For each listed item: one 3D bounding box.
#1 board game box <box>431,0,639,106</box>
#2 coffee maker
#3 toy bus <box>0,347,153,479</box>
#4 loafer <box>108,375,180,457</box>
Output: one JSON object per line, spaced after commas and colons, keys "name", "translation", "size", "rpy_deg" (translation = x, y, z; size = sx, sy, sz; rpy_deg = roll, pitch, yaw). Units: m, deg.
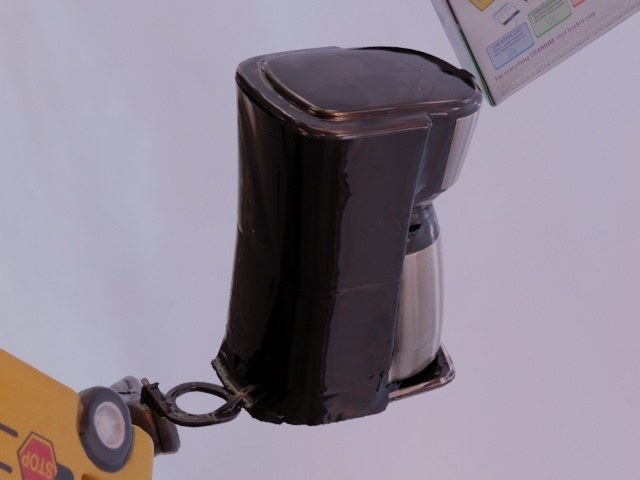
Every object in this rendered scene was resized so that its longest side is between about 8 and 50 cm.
{"name": "board game box", "translation": [0.190, -0.283, 1.213], "size": [0.064, 0.242, 0.316], "rpy_deg": [57, 1, 37]}
{"name": "coffee maker", "translation": [0.000, 0.000, 0.755], "size": [0.120, 0.171, 0.178], "rpy_deg": [24, -55, 33]}
{"name": "toy bus", "translation": [-0.226, 0.107, 0.766], "size": [0.108, 0.333, 0.130], "rpy_deg": [-14, -123, 26]}
{"name": "loafer", "translation": [-0.200, 0.177, 1.397], "size": [0.220, 0.078, 0.080], "rpy_deg": [158, -83, -69]}
